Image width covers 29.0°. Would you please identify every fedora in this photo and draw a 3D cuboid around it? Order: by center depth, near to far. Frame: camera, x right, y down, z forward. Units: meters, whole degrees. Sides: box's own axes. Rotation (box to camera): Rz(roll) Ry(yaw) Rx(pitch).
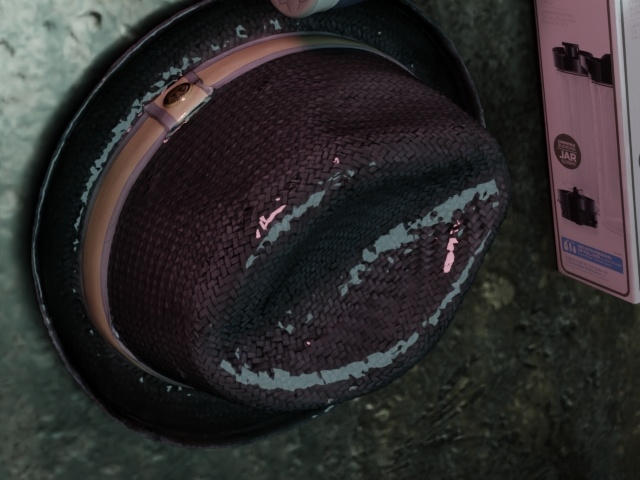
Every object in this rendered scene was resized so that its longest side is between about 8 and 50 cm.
[{"bbox_3d":[0.000,0.000,0.760,0.334,0.152,0.334,-9,110,-27],"label":"fedora"}]

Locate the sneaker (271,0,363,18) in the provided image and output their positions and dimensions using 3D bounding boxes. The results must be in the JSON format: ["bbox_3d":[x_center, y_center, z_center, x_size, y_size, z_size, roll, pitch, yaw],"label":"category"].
[{"bbox_3d":[0.031,-0.256,0.743,0.163,0.086,0.226,-15,105,-33],"label":"sneaker"}]

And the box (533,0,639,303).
[{"bbox_3d":[0.251,-0.120,0.904,0.169,0.087,0.290,-19,113,-24],"label":"box"}]
